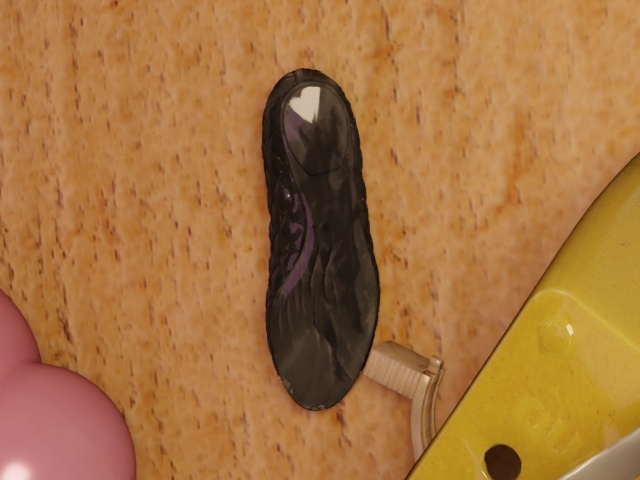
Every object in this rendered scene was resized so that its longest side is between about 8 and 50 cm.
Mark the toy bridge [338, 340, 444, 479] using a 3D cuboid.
[{"bbox_3d":[0.028,0.142,0.927,0.063,0.026,0.188,26,109,21],"label":"toy bridge"}]

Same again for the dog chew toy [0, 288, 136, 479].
[{"bbox_3d":[-0.243,0.084,0.980,0.331,0.206,0.207,25,109,16],"label":"dog chew toy"}]

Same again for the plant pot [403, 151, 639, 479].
[{"bbox_3d":[0.144,0.100,0.763,0.212,0.187,0.212,40,115,19],"label":"plant pot"}]

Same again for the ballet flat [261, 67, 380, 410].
[{"bbox_3d":[0.000,0.000,0.920,0.057,0.049,0.173,-2,102,-3],"label":"ballet flat"}]

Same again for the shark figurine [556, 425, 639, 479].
[{"bbox_3d":[0.130,0.198,0.644,0.116,0.166,0.278,-12,82,-3],"label":"shark figurine"}]
